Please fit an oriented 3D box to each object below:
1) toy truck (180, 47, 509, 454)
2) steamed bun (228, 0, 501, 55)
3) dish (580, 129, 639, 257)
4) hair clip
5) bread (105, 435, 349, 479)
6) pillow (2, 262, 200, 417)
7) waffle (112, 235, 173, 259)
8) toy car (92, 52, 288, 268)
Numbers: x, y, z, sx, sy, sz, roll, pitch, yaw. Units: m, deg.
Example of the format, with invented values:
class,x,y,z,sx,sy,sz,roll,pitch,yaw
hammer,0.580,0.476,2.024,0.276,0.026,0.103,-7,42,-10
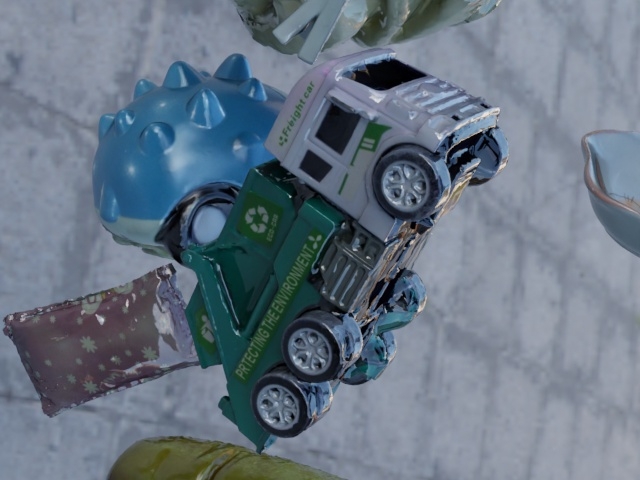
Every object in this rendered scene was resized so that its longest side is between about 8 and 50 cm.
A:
class,x,y,z,sx,sy,sz,roll,pitch,yaw
toy truck,0.000,0.000,0.754,0.110,0.116,0.216,-29,151,-58
steamed bun,0.063,-0.307,1.274,0.352,0.339,0.247,-55,142,-11
dish,0.370,-0.029,1.540,0.229,0.229,0.081,-44,161,-55
hair clip,0.019,-0.157,0.819,0.115,0.030,0.039,-50,-172,12
bread,-0.064,0.330,1.476,0.251,0.377,0.208,57,47,-58
pillow,-0.201,0.098,1.345,0.043,0.185,0.118,-99,169,-73
waffle,-0.139,0.003,1.913,0.292,0.309,0.056,139,-35,-74
toy car,-0.103,-0.086,1.381,0.255,0.188,0.190,-13,108,-32
